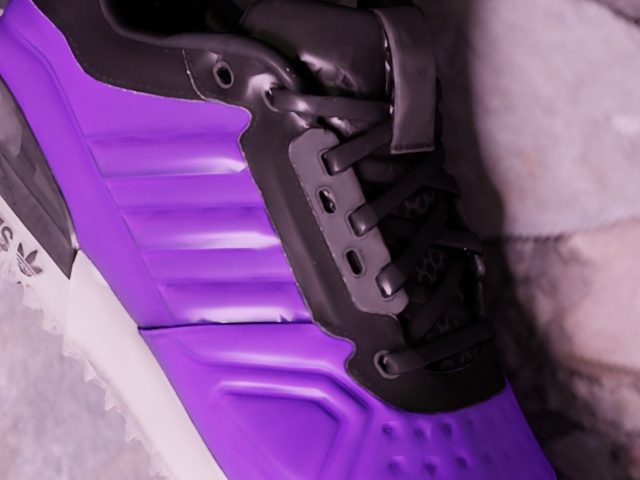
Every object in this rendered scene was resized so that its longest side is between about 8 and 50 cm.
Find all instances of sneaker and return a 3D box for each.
[{"bbox_3d":[-0.001,0.000,0.588,0.293,0.102,0.146,45,115,20],"label":"sneaker"}]

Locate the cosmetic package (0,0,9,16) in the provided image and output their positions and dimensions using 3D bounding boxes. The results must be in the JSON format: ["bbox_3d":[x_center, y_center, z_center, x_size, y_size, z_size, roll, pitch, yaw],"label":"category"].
[{"bbox_3d":[-0.225,-0.112,0.728,0.231,0.085,0.117,44,115,22],"label":"cosmetic package"}]
